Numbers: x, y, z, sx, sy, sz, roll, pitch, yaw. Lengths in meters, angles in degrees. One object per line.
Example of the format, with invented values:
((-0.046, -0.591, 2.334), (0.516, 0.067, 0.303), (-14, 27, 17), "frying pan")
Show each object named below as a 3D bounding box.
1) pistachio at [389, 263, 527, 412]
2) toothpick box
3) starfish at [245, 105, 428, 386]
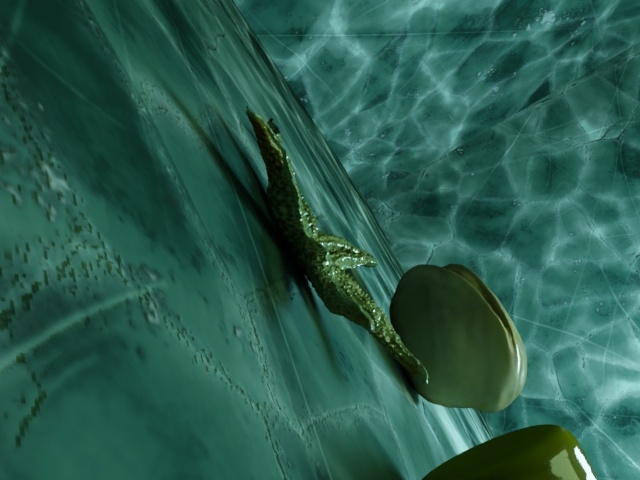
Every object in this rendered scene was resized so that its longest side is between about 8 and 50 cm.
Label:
((0.249, 0.180, 1.084), (0.229, 0.238, 0.321), (6, 33, -28), "pistachio")
((0.218, 0.333, 0.546), (0.271, 0.175, 0.175), (65, 9, 14), "toothpick box")
((-0.002, 0.002, 0.676), (0.347, 0.078, 0.358), (58, 8, -17), "starfish")
